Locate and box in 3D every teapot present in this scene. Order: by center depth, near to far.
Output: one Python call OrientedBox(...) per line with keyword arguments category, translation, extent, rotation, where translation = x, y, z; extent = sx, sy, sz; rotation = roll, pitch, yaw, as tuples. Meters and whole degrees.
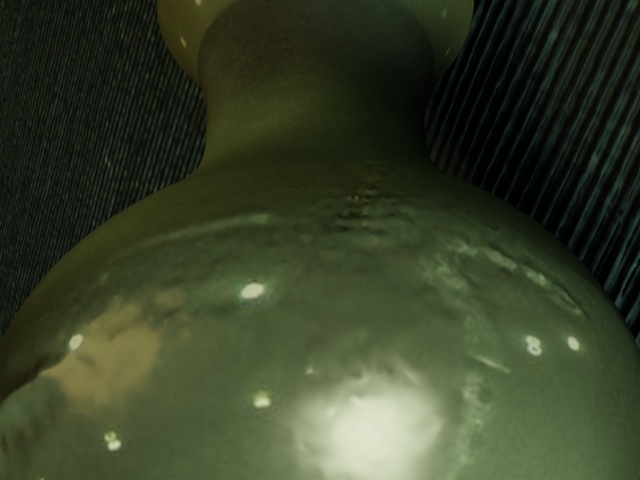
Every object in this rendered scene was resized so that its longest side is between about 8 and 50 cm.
OrientedBox(category="teapot", translation=(0.000, 0.000, 0.532), extent=(0.183, 0.183, 0.251), rotation=(118, 160, -46))
